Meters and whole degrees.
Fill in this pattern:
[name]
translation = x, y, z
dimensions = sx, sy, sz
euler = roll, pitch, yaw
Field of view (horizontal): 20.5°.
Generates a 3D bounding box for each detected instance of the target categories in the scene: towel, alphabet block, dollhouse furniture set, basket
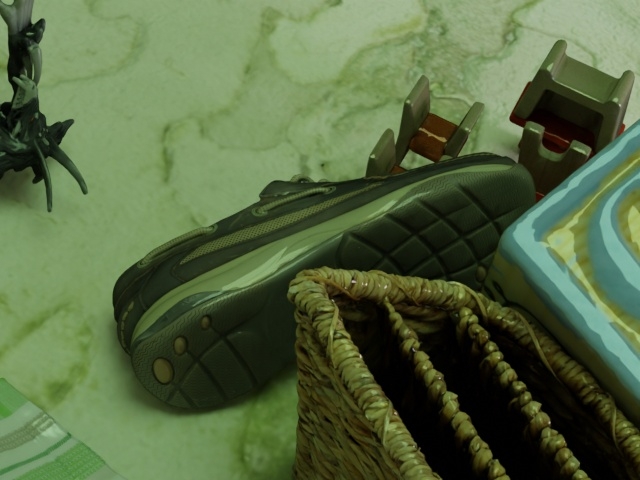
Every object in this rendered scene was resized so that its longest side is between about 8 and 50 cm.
[towel]
translation = -0.205, 0.155, 1.208
dimensions = 0.152, 0.023, 0.113
euler = 36, 34, 23
[alphabet block]
translation = 0.250, 0.035, 1.325
dimensions = 0.193, 0.197, 0.192
euler = -37, 76, -10
[dollhouse furniture set]
translation = 0.189, -0.042, 1.565
dimensions = 0.262, 0.135, 0.259
euler = 26, 50, 8
[basket]
translation = 0.128, 0.156, 1.168
dimensions = 0.213, 0.223, 0.299
euler = -19, 50, -17

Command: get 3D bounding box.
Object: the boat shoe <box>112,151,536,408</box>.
[boat shoe]
translation = 0.000, 0.000, 1.365
dimensions = 0.355, 0.132, 0.130
euler = -21, 44, -22

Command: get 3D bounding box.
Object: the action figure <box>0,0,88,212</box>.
[action figure]
translation = -0.302, -0.133, 1.430
dimensions = 0.275, 0.141, 0.164
euler = 30, 38, 17
